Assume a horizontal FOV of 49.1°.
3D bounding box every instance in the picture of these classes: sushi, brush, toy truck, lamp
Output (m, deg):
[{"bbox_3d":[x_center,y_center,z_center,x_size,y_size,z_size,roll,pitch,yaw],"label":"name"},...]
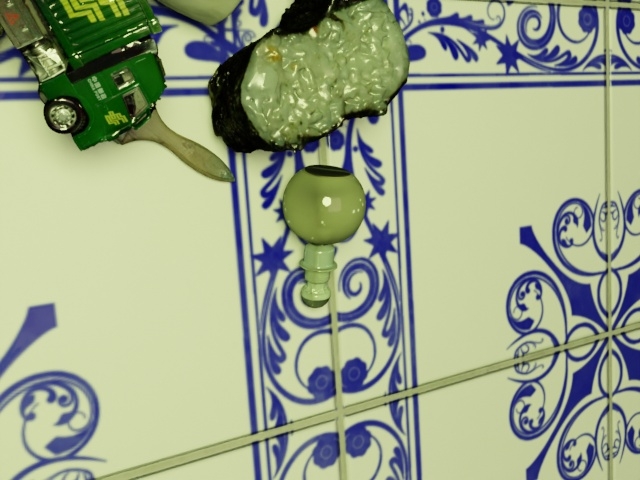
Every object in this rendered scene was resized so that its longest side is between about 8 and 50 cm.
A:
[{"bbox_3d":[-0.019,-0.177,0.719,0.213,0.115,0.147,-35,114,-25],"label":"sushi"},{"bbox_3d":[-0.162,-0.108,0.694,0.196,0.021,0.070,32,81,-29],"label":"brush"},{"bbox_3d":[-0.208,-0.203,0.542,0.121,0.088,0.259,-27,128,-6],"label":"toy truck"},{"bbox_3d":[0.000,0.000,0.774,0.091,0.091,0.163,-8,116,-30],"label":"lamp"}]

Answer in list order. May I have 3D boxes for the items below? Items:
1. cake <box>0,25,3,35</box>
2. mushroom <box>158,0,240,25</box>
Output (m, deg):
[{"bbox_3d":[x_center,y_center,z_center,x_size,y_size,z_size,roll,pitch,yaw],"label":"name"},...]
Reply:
[{"bbox_3d":[-0.302,-0.160,0.589,0.055,0.051,0.140,27,79,-28],"label":"cake"},{"bbox_3d":[-0.188,-0.316,0.618,0.329,0.122,0.159,20,48,-31],"label":"mushroom"}]
